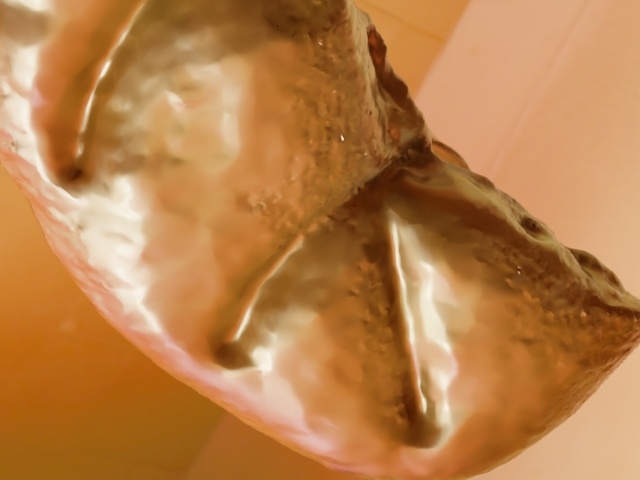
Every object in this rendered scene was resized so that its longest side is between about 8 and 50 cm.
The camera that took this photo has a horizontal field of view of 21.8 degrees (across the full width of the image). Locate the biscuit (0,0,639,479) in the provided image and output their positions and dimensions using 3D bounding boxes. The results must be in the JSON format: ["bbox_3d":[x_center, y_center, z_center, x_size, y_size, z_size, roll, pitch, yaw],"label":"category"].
[{"bbox_3d":[-0.015,-0.013,0.546,0.154,0.299,0.045,-29,-144,23],"label":"biscuit"}]

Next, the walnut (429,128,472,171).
[{"bbox_3d":[0.000,-0.003,0.927,0.211,0.167,0.087,-63,-150,33],"label":"walnut"}]
